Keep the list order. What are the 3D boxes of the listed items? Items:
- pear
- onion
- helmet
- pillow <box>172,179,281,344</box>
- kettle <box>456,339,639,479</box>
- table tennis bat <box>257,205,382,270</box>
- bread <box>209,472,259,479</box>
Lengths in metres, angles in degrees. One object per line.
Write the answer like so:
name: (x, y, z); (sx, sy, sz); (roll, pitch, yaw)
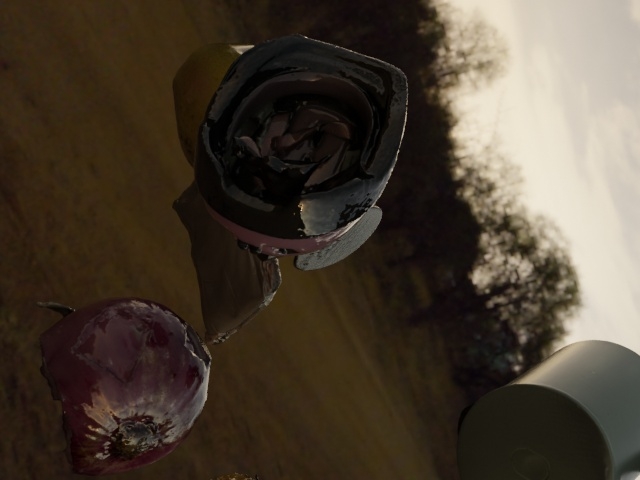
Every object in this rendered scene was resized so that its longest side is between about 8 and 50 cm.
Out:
pear: (-0.121, -0.209, 1.600); (0.271, 0.271, 0.271); (-16, 90, -84)
onion: (-0.211, 0.159, 1.065); (0.200, 0.201, 0.207); (-85, 172, -74)
helmet: (-0.023, -0.083, 0.988); (0.253, 0.198, 0.154); (-59, 165, -50)
pillow: (-0.143, -0.001, 1.429); (0.067, 0.173, 0.270); (7, 57, -46)
kettle: (0.345, 0.276, 1.265); (0.265, 0.205, 0.318); (59, 27, 15)
table tennis bat: (0.000, 0.000, 1.328); (0.234, 0.131, 0.022); (-10, 56, -51)
bread: (-0.153, 0.519, 1.814); (0.229, 0.140, 0.143); (-1, -94, 55)
